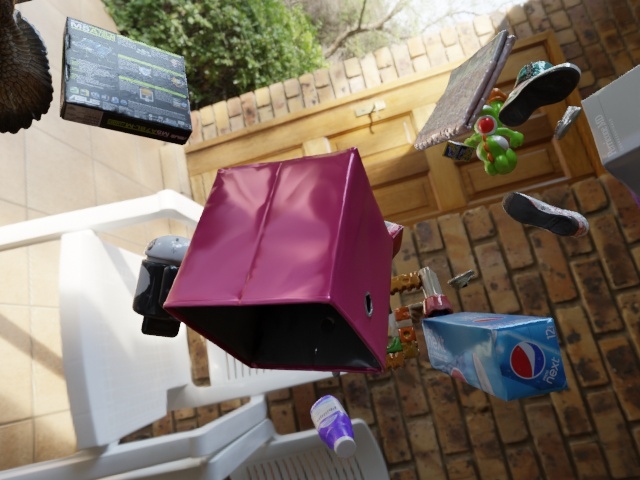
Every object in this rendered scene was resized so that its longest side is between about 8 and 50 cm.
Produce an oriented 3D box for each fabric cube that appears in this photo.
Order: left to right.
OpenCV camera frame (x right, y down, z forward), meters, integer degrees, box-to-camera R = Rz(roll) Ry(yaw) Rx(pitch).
[{"bbox_3d":[-0.036,0.045,0.681,0.254,0.259,0.258,58,35,-47],"label":"fabric cube"}]

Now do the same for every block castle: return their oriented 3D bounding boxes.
[{"bbox_3d":[0.192,0.284,1.371,0.303,0.454,0.212,65,14,-52],"label":"block castle"}]

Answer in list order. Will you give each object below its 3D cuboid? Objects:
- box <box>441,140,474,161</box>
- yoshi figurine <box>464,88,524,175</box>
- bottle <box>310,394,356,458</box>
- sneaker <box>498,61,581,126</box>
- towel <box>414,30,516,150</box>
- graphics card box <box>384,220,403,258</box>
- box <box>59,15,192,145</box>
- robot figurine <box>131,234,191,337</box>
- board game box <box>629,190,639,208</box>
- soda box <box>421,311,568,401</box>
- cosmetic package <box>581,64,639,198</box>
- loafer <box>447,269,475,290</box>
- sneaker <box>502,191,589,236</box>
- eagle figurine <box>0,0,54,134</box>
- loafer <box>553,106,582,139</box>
[{"bbox_3d":[0.503,-0.325,1.543,0.169,0.054,0.059,-12,124,-54],"label":"box"},{"bbox_3d":[0.700,-0.410,1.712,0.203,0.203,0.361,110,-19,-68],"label":"yoshi figurine"},{"bbox_3d":[0.047,0.639,1.452,0.092,0.118,0.283,55,-7,-12],"label":"bottle"},{"bbox_3d":[0.678,-0.480,1.280,0.178,0.124,0.295,-59,-173,-15],"label":"sneaker"},{"bbox_3d":[0.431,-0.445,1.315,0.316,0.054,0.332,-63,-171,-2],"label":"towel"},{"bbox_3d":[0.000,0.000,1.112,0.233,0.371,0.094,-44,144,-44],"label":"graphics card box"},{"bbox_3d":[-0.317,-0.258,0.699,0.191,0.045,0.184,5,58,-38],"label":"box"},{"bbox_3d":[-0.423,0.123,1.176,0.174,0.209,0.277,15,85,-58],"label":"robot figurine"},{"bbox_3d":[0.718,-0.033,0.715,0.208,0.056,0.347,48,0,-12],"label":"board game box"},{"bbox_3d":[0.191,0.127,0.506,0.210,0.067,0.071,120,-39,-81],"label":"soda box"},{"bbox_3d":[0.438,-0.163,0.463,0.107,0.238,0.127,28,50,-26],"label":"cosmetic package"},{"bbox_3d":[0.532,0.152,1.588,0.056,0.148,0.050,-33,-103,53],"label":"loafer"},{"bbox_3d":[0.766,-0.084,1.445,0.270,0.145,0.090,39,-62,47],"label":"sneaker"},{"bbox_3d":[-0.626,-0.378,0.777,0.226,0.225,0.298,-15,76,-45],"label":"eagle figurine"},{"bbox_3d":[0.734,-0.353,1.274,0.039,0.125,0.045,35,-10,36],"label":"loafer"}]
